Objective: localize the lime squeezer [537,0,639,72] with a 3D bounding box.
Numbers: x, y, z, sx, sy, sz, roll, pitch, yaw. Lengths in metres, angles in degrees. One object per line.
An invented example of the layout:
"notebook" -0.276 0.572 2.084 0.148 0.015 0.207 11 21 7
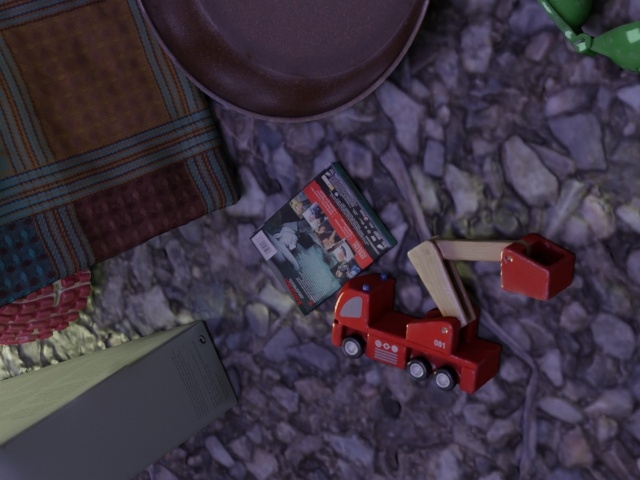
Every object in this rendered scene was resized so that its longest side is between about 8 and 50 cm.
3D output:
"lime squeezer" 0.192 -0.178 0.960 0.310 0.059 0.110 21 118 28

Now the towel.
"towel" -0.229 -0.160 1.124 0.040 0.271 0.370 -15 99 54

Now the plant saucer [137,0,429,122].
"plant saucer" -0.030 -0.248 1.081 0.311 0.050 0.310 12 112 33

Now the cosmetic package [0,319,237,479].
"cosmetic package" -0.306 0.203 1.298 0.377 0.284 0.097 -18 96 38

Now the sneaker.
"sneaker" -0.269 -0.014 1.314 0.299 0.121 0.112 -60 42 34

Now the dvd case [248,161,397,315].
"dvd case" 0.000 0.000 1.184 0.119 0.013 0.087 -41 82 36

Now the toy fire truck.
"toy fire truck" 0.098 0.047 1.113 0.192 0.047 0.135 18 116 29
